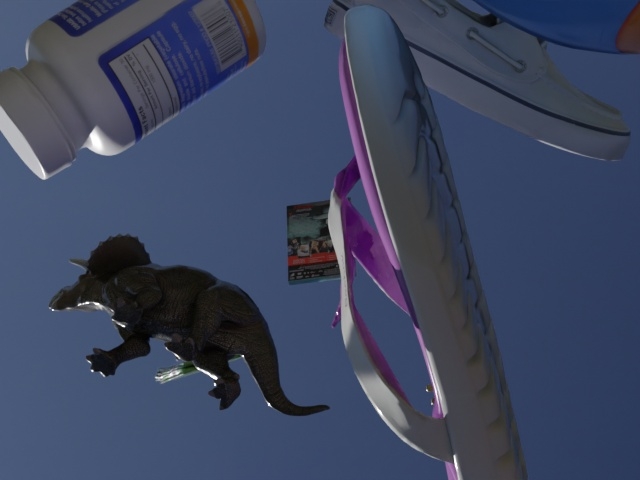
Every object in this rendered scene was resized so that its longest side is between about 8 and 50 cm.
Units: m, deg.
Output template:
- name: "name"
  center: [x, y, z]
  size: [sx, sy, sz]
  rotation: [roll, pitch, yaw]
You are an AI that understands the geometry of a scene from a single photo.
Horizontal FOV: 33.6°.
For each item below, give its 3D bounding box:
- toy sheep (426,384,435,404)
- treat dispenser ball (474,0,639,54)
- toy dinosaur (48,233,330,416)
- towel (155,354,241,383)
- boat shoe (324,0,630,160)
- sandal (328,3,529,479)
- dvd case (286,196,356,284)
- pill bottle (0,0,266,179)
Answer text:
- name: "toy sheep"
  center: [0.194, 0.181, 1.443]
  size: [0.091, 0.132, 0.091]
  rotation: [6, -154, -3]
- name: "treat dispenser ball"
  center: [0.168, -0.238, 0.532]
  size: [0.288, 0.288, 0.288]
  rotation: [-5, -144, 3]
- name: "toy dinosaur"
  center: [-0.128, 0.075, 1.046]
  size: [0.314, 0.121, 0.160]
  rotation: [15, -147, 4]
- name: "towel"
  center: [-0.157, 0.164, 1.446]
  size: [0.113, 0.023, 0.152]
  rotation: [-16, 174, -24]
- name: "boat shoe"
  center: [0.133, -0.143, 0.809]
  size: [0.258, 0.084, 0.095]
  rotation: [24, -162, -10]
- name: "sandal"
  center: [0.057, 0.060, 0.687]
  size: [0.102, 0.416, 0.169]
  rotation: [-14, -164, 11]
- name: "dvd case"
  center: [0.000, 0.000, 1.352]
  size: [0.087, 0.013, 0.119]
  rotation: [-8, -124, 7]
- name: "pill bottle"
  center: [-0.204, -0.183, 1.092]
  size: [0.272, 0.152, 0.152]
  rotation: [-37, -136, -17]
